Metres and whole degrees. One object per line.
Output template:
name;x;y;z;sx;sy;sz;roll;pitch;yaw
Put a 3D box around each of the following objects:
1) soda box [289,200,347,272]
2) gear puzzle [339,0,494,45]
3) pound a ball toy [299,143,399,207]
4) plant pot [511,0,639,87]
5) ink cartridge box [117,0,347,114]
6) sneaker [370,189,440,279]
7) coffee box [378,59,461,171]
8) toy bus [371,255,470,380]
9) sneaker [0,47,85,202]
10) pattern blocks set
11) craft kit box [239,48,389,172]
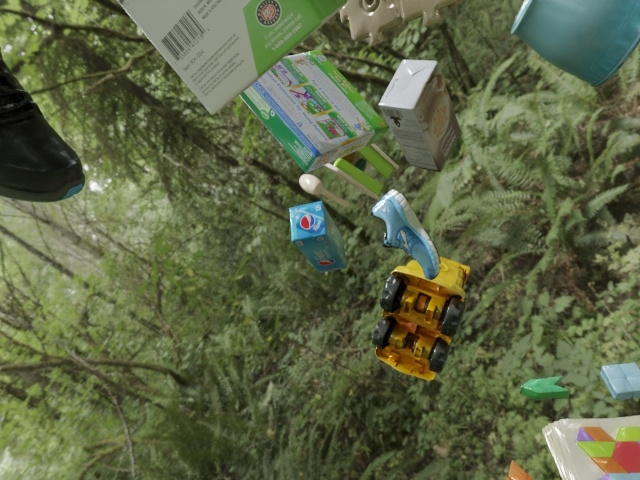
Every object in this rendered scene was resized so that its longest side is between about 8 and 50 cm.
soda box;0.000;0.000;0.927;0.210;0.067;0.071;57;-156;-66
gear puzzle;0.092;-0.337;0.553;0.338;0.176;0.044;0;15;45
pound a ball toy;0.069;-0.202;1.316;0.135;0.319;0.208;35;98;34
plant pot;0.626;-0.554;1.112;0.271;0.255;0.272;25;-90;-84
ink cartridge box;-0.133;-0.321;0.520;0.198;0.273;0.115;-26;23;34
sneaker;0.139;-0.001;0.760;0.073;0.162;0.063;-33;0;5
coffee box;0.253;-0.302;1.131;0.098;0.246;0.141;19;74;37
toy bus;0.211;0.129;0.915;0.211;0.149;0.221;-41;-35;-54
sneaker;-0.427;-0.185;0.552;0.139;0.340;0.125;-45;6;32
pattern blocks set;0.360;0.285;0.524;0.285;0.026;0.325;-14;36;0
craft kit box;-0.016;-0.280;0.950;0.246;0.250;0.061;-31;-13;-37
